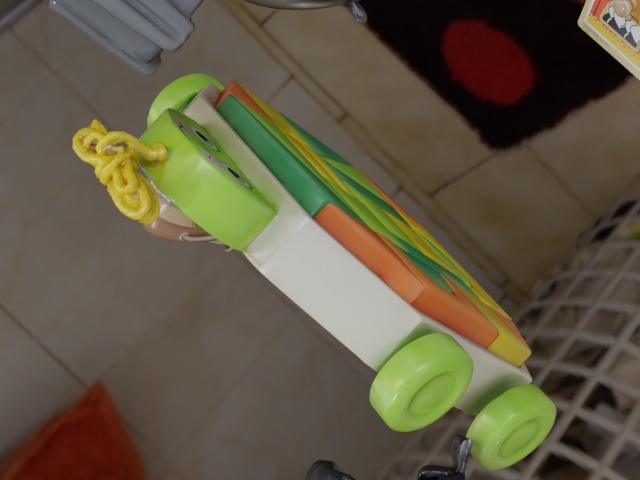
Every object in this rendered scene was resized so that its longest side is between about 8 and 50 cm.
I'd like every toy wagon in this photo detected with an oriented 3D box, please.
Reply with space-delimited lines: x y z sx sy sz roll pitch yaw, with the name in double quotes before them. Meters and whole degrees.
"toy wagon" 0.000 0.000 0.740 0.267 0.068 0.344 48 -170 35

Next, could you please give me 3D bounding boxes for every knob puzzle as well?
"knob puzzle" 0.313 -0.210 1.135 0.213 0.030 0.213 39 142 38

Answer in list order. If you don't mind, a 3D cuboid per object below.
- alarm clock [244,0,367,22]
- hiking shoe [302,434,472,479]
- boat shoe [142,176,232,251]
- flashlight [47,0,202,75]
"alarm clock" -0.019 -0.209 0.868 0.192 0.129 0.064 47 148 45
"hiking shoe" -0.009 0.181 0.710 0.086 0.226 0.114 171 85 -68
"boat shoe" -0.102 -0.054 1.466 0.123 0.324 0.116 41 108 23
"flashlight" -0.174 -0.191 0.554 0.304 0.103 0.103 38 159 -15
